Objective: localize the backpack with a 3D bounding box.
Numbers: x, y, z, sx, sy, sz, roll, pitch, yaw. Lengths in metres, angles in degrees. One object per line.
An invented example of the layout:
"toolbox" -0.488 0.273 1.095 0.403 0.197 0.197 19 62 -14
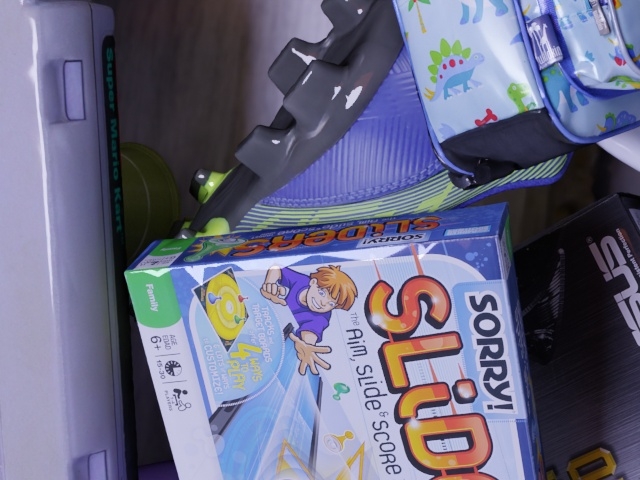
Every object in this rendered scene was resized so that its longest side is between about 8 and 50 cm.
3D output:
"backpack" 0.075 -0.087 0.367 0.084 0.105 0.114 -21 89 45

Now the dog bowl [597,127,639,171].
"dog bowl" 0.179 -0.146 0.397 0.265 0.104 0.264 16 115 38

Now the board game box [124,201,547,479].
"board game box" 0.017 0.091 0.445 0.136 0.035 0.201 -7 109 17

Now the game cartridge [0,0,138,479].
"game cartridge" -0.196 0.015 0.557 0.230 0.068 0.354 2 100 21

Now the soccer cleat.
"soccer cleat" 0.000 0.001 0.522 0.289 0.121 0.093 -44 22 56

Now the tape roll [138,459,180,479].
"tape roll" -0.085 0.254 0.604 0.275 0.090 0.274 -1 88 33

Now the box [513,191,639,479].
"box" 0.109 0.122 0.505 0.183 0.056 0.231 -31 72 27

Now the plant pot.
"plant pot" -0.135 -0.017 0.653 0.083 0.079 0.083 -2 87 33
